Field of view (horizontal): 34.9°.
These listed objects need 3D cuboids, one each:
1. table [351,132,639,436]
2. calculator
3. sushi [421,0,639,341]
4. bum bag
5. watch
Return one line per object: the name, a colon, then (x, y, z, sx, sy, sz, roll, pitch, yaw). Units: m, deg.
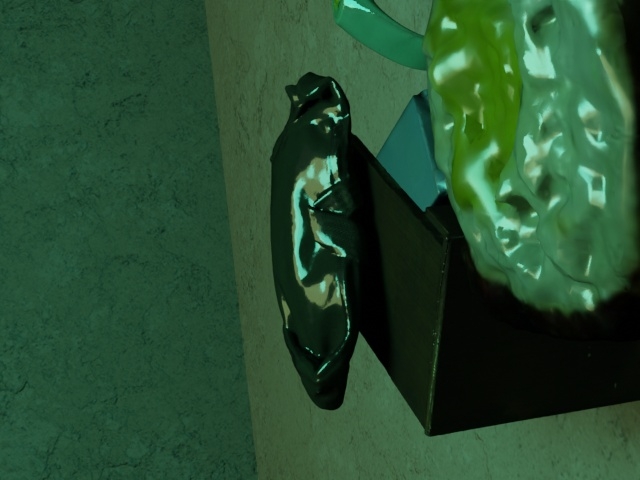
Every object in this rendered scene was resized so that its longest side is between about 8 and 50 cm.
table: (0.169, 0.013, 0.979, 0.282, 0.250, 0.196, -123, 31, -58)
calculator: (0.130, -0.078, 1.383, 0.293, 0.051, 0.173, 121, 139, -62)
sushi: (0.237, -0.082, 0.677, 0.281, 0.294, 0.299, -130, 37, -55)
bum bag: (0.000, 0.000, 0.989, 0.142, 0.079, 0.326, 158, 111, -65)
watch: (0.107, -0.305, 1.178, 0.068, 0.195, 0.237, 109, 160, -55)
